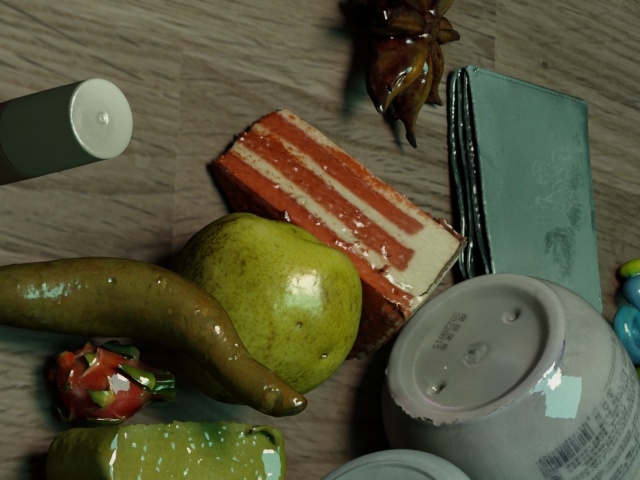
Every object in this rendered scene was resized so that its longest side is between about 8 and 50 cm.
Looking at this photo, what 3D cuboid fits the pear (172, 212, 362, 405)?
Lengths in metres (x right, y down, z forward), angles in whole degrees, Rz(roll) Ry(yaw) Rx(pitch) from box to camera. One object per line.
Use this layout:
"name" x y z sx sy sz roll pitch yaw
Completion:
"pear" -0.059 0.072 1.936 0.197 0.197 0.197 10 76 -44

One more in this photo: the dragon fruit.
"dragon fruit" -0.194 0.134 1.856 0.116 0.086 0.081 5 84 -30

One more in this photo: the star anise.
"star anise" 0.087 -0.242 2.221 0.272 0.102 0.272 11 90 -68

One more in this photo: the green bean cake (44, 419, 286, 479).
"green bean cake" -0.150 0.284 1.847 0.236 0.124 0.233 6 82 -45

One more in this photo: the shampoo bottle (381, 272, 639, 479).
"shampoo bottle" 0.216 0.194 2.138 0.266 0.273 0.273 57 47 -37

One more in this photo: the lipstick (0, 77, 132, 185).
"lipstick" -0.269 -0.084 1.698 0.070 0.254 0.070 10 76 -45

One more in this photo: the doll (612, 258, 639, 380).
"doll" 0.457 0.194 2.530 0.346 0.099 0.341 20 56 -47

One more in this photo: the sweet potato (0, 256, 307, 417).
"sweet potato" -0.169 0.073 1.816 0.346 0.079 0.108 18 56 0

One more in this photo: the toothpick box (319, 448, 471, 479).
"toothpick box" 0.125 0.404 2.007 0.354 0.263 0.263 51 49 -45

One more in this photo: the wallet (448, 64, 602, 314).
"wallet" 0.251 -0.051 2.377 0.251 0.054 0.290 13 68 -48

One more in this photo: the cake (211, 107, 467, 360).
"cake" 0.000 0.000 2.111 0.262 0.159 0.158 38 47 7
